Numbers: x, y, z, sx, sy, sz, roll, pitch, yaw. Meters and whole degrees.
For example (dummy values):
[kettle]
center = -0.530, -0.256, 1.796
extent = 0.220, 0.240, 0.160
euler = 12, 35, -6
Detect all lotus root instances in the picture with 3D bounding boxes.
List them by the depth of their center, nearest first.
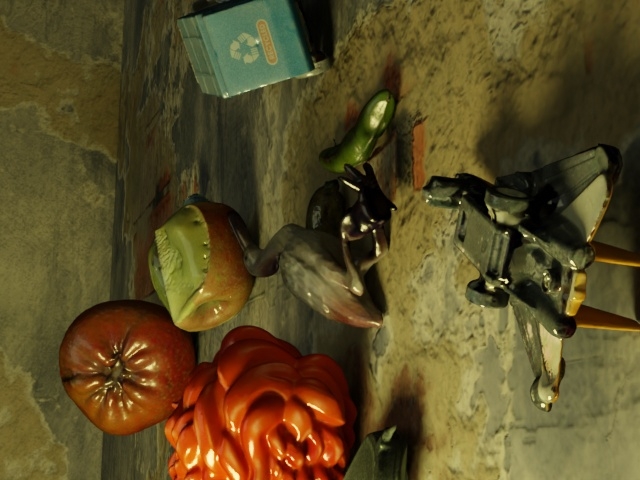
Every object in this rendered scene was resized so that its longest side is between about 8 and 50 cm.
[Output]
[lotus root]
center = 0.006, -0.034, 1.334
extent = 0.054, 0.049, 0.099
euler = 172, 106, -71

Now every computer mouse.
[computer mouse]
center = 0.056, 0.297, 1.099
extent = 0.113, 0.068, 0.229
euler = -97, 30, -64

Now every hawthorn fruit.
[hawthorn fruit]
center = -0.380, 0.246, 2.059
extent = 0.298, 0.277, 0.277
euler = -46, -34, -77

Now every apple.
[apple]
center = -0.191, 0.043, 1.691
extent = 0.188, 0.173, 0.207
euler = 63, 146, 22

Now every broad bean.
[broad bean]
center = 0.042, -0.128, 1.274
extent = 0.227, 0.039, 0.069
euler = 151, 128, -67

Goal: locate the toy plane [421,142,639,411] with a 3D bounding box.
[toy plane]
center = 0.151, -0.014, 0.847
extent = 0.316, 0.103, 0.204
euler = -131, 48, -63

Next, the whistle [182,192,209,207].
[whistle]
center = -0.222, 0.031, 1.936
extent = 0.304, 0.062, 0.062
euler = -106, 28, -45

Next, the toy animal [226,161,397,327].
[toy animal]
center = -0.005, 0.024, 1.261
extent = 0.324, 0.090, 0.195
euler = -18, 77, 52

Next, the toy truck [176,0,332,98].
[toy truck]
center = -0.103, -0.297, 1.470
extent = 0.367, 0.175, 0.146
euler = -151, 43, -71

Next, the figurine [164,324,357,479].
[figurine]
center = -0.078, 0.303, 1.295
extent = 0.412, 0.241, 0.306
euler = 95, -165, -62
